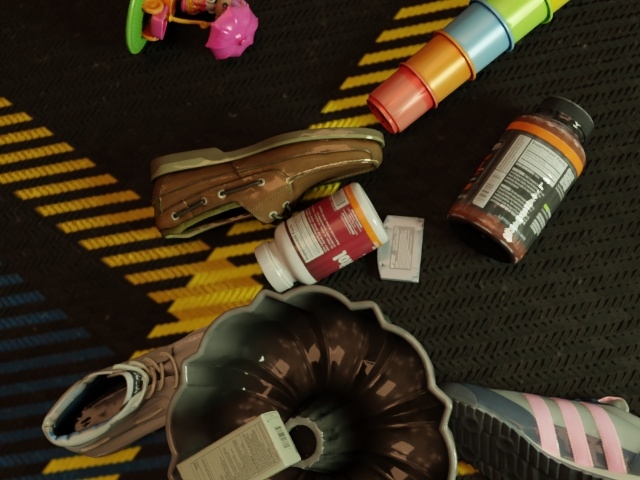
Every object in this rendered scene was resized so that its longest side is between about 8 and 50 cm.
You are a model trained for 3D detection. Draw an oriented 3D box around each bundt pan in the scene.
[{"bbox_3d":[0.002,0.215,0.921,0.331,0.124,0.331,-3,83,22],"label":"bundt pan"}]

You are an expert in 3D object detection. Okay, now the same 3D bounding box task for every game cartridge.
[{"bbox_3d":[0.099,0.010,1.049,0.056,0.017,0.083,6,75,6],"label":"game cartridge"}]

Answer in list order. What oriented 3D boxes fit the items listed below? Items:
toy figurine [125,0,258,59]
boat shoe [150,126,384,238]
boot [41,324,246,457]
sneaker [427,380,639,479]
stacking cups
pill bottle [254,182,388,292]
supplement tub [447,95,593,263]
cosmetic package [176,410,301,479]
[{"bbox_3d":[-0.162,-0.313,1.149,0.159,0.130,0.173,16,52,-1],"label":"toy figurine"},{"bbox_3d":[-0.064,-0.066,1.055,0.307,0.111,0.104,-10,76,16],"label":"boat shoe"},{"bbox_3d":[-0.197,0.173,0.987,0.258,0.123,0.095,-34,72,-3],"label":"boot"},{"bbox_3d":[0.274,0.219,0.934,0.319,0.112,0.131,22,45,20],"label":"sneaker"},{"bbox_3d":[0.193,-0.264,1.076,0.316,0.096,0.096,-37,72,-2],"label":"stacking cups"},{"bbox_3d":[0.000,0.000,1.026,0.152,0.086,0.086,-29,72,7],"label":"pill bottle"},{"bbox_3d":[0.246,-0.077,1.007,0.106,0.106,0.198,34,80,16],"label":"supplement tub"},{"bbox_3d":[-0.085,0.230,0.865,0.115,0.041,0.060,-32,75,16],"label":"cosmetic package"}]
